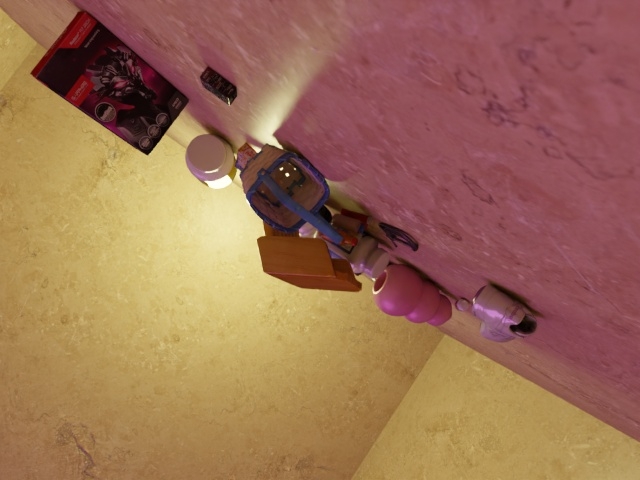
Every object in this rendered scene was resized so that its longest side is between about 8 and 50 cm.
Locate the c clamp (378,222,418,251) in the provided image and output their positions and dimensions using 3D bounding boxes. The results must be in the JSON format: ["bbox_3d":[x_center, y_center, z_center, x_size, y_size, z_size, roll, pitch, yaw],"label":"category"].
[{"bbox_3d":[0.234,-0.007,1.295,0.137,0.022,0.160,43,174,-28],"label":"c clamp"}]

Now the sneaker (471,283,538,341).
[{"bbox_3d":[0.503,0.228,1.174,0.152,0.114,0.305,32,176,41],"label":"sneaker"}]

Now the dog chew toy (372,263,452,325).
[{"bbox_3d":[0.373,0.230,1.727,0.331,0.207,0.206,28,177,-12],"label":"dog chew toy"}]

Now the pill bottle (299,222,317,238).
[{"bbox_3d":[0.000,0.000,1.995,0.301,0.169,0.169,52,167,-30],"label":"pill bottle"}]

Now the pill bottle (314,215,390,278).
[{"bbox_3d":[0.120,0.029,1.652,0.272,0.152,0.152,32,175,29],"label":"pill bottle"}]

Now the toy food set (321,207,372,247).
[{"bbox_3d":[0.106,-0.029,1.332,0.104,0.111,0.232,19,-178,26],"label":"toy food set"}]

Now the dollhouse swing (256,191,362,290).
[{"bbox_3d":[-0.026,-0.006,1.457,0.315,0.305,0.347,2,166,18],"label":"dollhouse swing"}]

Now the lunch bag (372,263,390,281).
[{"bbox_3d":[0.341,0.202,1.955,0.224,0.108,0.279,36,-174,-21],"label":"lunch bag"}]

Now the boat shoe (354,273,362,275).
[{"bbox_3d":[0.189,0.089,1.999,0.104,0.089,0.285,24,164,16],"label":"boat shoe"}]

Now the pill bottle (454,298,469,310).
[{"bbox_3d":[0.524,0.239,1.621,0.043,0.043,0.083,33,175,13],"label":"pill bottle"}]

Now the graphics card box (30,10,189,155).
[{"bbox_3d":[-0.617,-0.458,1.325,0.094,0.233,0.371,29,173,47],"label":"graphics card box"}]

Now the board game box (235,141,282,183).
[{"bbox_3d":[-0.212,-0.236,1.544,0.193,0.045,0.147,43,161,-3],"label":"board game box"}]

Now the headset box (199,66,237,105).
[{"bbox_3d":[-0.228,-0.343,0.973,0.083,0.032,0.062,36,175,-7],"label":"headset box"}]

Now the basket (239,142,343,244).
[{"bbox_3d":[-0.076,-0.116,1.196,0.255,0.201,0.289,38,-177,-45],"label":"basket"}]

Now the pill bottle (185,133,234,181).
[{"bbox_3d":[-0.440,-0.322,1.780,0.188,0.188,0.334,35,176,-6],"label":"pill bottle"}]

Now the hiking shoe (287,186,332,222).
[{"bbox_3d":[-0.052,-0.133,1.598,0.227,0.086,0.114,36,179,-7],"label":"hiking shoe"}]
